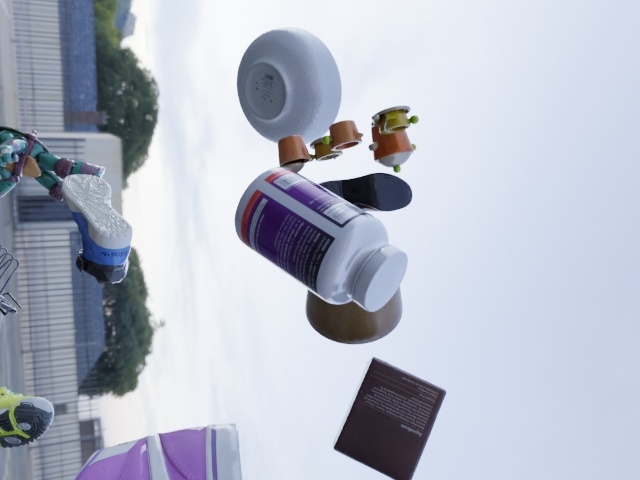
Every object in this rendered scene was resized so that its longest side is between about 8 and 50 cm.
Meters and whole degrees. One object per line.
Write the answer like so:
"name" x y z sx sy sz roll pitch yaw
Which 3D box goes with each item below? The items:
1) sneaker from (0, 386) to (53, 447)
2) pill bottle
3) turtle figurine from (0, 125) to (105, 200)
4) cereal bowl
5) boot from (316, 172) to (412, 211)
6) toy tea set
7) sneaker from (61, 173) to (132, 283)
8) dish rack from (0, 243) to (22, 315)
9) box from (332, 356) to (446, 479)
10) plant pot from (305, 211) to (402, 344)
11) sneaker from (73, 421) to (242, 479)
"sneaker" -0.783 0.422 1.479 0.384 0.145 0.147 -22 -138 31
"pill bottle" 0.000 0.000 1.149 0.322 0.181 0.182 33 -53 30
"turtle figurine" -0.457 -0.114 0.916 0.175 0.234 0.118 -35 -143 59
"cereal bowl" -0.115 -0.428 1.716 0.338 0.141 0.339 15 -64 33
"boot" 0.065 -0.104 1.538 0.280 0.264 0.096 177 -97 -73
"toy tea set" 0.068 -0.198 1.384 0.200 0.335 0.124 5 71 -79
"sneaker" -0.261 -0.010 0.696 0.152 0.058 0.085 42 -53 37
"dish rack" -0.498 -0.007 0.793 0.271 0.208 0.074 25 -105 41
"box" 0.141 0.375 1.274 0.168 0.167 0.203 89 26 -75
"plant pot" 0.074 0.067 1.385 0.237 0.237 0.254 -119 -161 -46
"sneaker" -0.126 0.267 0.431 0.282 0.160 0.102 -111 -159 -54
